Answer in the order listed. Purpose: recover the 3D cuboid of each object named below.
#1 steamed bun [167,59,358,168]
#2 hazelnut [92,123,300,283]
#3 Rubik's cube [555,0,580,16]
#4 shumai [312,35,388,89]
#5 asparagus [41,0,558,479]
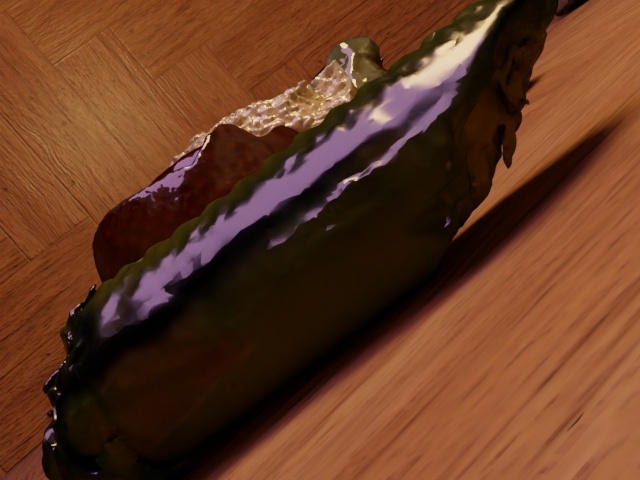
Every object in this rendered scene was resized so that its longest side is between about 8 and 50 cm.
[{"bbox_3d":[-0.038,-0.061,0.693,0.225,0.200,0.170,-40,-2,21],"label":"steamed bun"},{"bbox_3d":[-0.064,0.003,0.549,0.202,0.160,0.170,-32,-21,-40],"label":"hazelnut"},{"bbox_3d":[0.549,-0.718,1.371,0.359,0.363,0.362,-38,5,-1],"label":"Rubik's cube"},{"bbox_3d":[0.038,-0.141,0.918,0.222,0.203,0.272,-38,8,27],"label":"shumai"},{"bbox_3d":[0.000,0.000,0.389,0.382,0.108,0.128,-38,36,9],"label":"asparagus"}]
